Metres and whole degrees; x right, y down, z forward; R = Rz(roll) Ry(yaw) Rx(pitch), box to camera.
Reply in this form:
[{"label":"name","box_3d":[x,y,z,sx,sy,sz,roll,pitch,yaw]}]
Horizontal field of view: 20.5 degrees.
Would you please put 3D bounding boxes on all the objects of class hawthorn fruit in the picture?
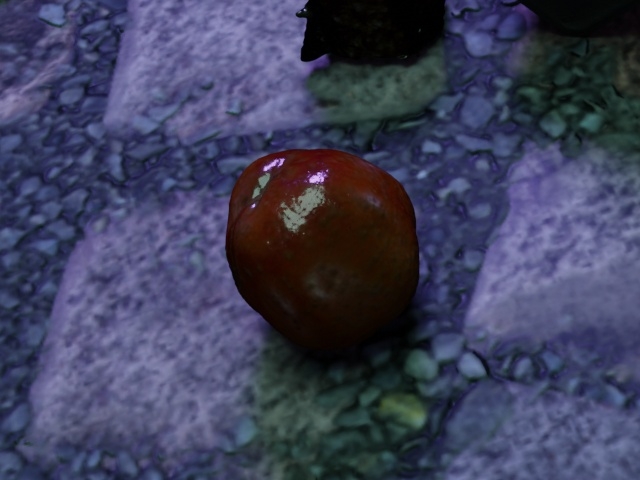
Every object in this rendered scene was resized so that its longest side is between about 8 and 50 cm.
[{"label":"hawthorn fruit","box_3d":[0.000,0.000,1.044,0.128,0.128,0.128,-7,51,9]}]

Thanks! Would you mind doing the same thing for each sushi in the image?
[{"label":"sushi","box_3d":[0.033,-0.175,1.195,0.098,0.084,0.094,-1,50,10]}]

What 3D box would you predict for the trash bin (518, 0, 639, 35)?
[{"label":"trash bin","box_3d":[0.201,-0.277,1.171,0.164,0.122,0.240,-30,36,48]}]
